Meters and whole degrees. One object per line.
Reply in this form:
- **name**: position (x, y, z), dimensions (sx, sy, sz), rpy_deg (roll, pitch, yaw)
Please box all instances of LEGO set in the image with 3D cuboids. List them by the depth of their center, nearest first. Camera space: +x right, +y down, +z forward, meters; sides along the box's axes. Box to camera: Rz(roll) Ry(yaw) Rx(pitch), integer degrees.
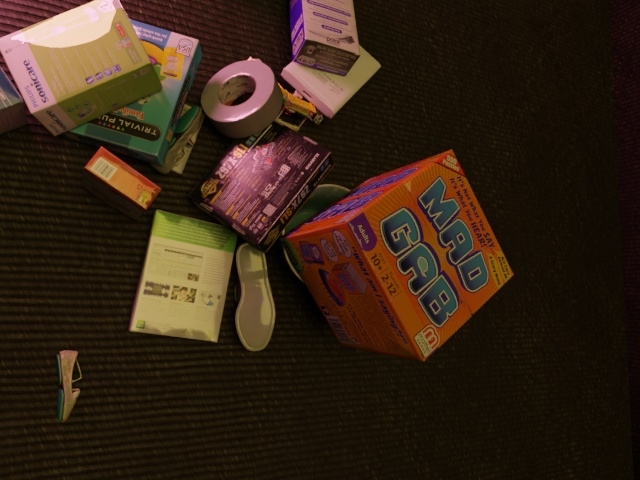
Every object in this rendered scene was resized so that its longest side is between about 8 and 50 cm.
- **LEGO set**: position (-0.126, -0.424, 1.489), dimensions (0.287, 0.107, 0.132), rpy_deg (30, 37, -17)

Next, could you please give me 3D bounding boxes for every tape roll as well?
- **tape roll**: position (-0.218, -0.394, 1.356), dimensions (0.219, 0.219, 0.072), rpy_deg (-63, 154, -18)

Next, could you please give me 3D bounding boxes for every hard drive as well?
- **hard drive**: position (0.041, -0.540, 1.547), dimensions (0.203, 0.040, 0.307), rpy_deg (41, 57, -4)

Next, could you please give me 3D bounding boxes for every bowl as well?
- **bowl**: position (0.000, 0.000, 1.452), dimensions (0.311, 0.163, 0.312), rpy_deg (3, 83, -26)

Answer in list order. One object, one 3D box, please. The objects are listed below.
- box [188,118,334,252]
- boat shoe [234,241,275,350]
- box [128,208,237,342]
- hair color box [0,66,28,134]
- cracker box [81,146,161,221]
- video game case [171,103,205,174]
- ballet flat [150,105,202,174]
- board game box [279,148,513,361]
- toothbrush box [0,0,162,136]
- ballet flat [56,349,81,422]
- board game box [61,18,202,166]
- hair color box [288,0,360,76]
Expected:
- **box**: position (-0.157, -0.165, 1.328), dimensions (0.257, 0.079, 0.322), rpy_deg (32, 77, 21)
- **boat shoe**: position (-0.186, 0.155, 1.378), dimensions (0.114, 0.091, 0.303), rpy_deg (1, 86, -8)
- **box**: position (-0.363, 0.099, 1.314), dimensions (0.232, 0.058, 0.322), rpy_deg (14, 79, -26)
- **hair color box**: position (-0.828, -0.246, 1.041), dimensions (0.347, 0.174, 0.105), rpy_deg (-36, 102, -26)
- **cracker box**: position (-0.484, -0.126, 1.174), dimensions (0.155, 0.232, 0.067), rpy_deg (37, 71, -19)
- **video game case**: position (-0.447, -0.309, 1.332), dimensions (0.212, 0.023, 0.193), rpy_deg (24, 74, -23)
- **ballet flat**: position (-0.378, -0.269, 1.320), dimensions (0.213, 0.072, 0.068), rpy_deg (-58, 137, -19)
- **board game box**: position (0.184, 0.040, 1.251), dimensions (0.356, 0.356, 0.357), rpy_deg (-34, 101, -26)
- **toothbrush box**: position (-0.552, -0.408, 1.138), dimensions (0.283, 0.122, 0.206), rpy_deg (-29, 81, -12)
- **ballet flat**: position (-0.599, 0.347, 1.166), dimensions (0.052, 0.057, 0.168), rpy_deg (0, 85, -37)
- **board game box**: position (-0.478, -0.387, 1.245), dimensions (0.253, 0.079, 0.336), rpy_deg (15, 76, -3)
- **hair color box**: position (0.005, -0.693, 1.513), dimensions (0.185, 0.110, 0.339), rpy_deg (7, 63, -25)
